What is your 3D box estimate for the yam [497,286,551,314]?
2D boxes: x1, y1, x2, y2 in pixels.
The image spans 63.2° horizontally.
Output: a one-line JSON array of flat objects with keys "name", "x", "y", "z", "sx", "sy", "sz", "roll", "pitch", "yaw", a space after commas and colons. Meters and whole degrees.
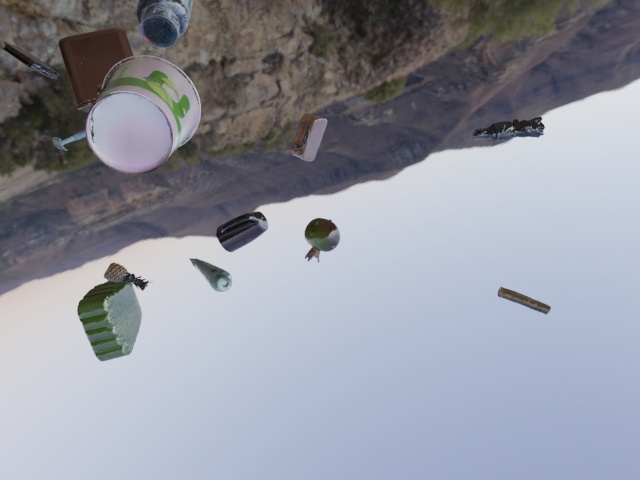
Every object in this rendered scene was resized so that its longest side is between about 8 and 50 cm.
[{"name": "yam", "x": 0.560, "y": 0.165, "z": 1.428, "sx": 0.145, "sy": 0.032, "sz": 0.032, "roll": 21, "pitch": -162, "yaw": 3}]

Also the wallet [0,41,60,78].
[{"name": "wallet", "x": -0.961, "y": -0.596, "z": 1.720, "sx": 0.031, "sy": 0.198, "sz": 0.110, "roll": -61, "pitch": 154, "yaw": 8}]

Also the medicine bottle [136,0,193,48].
[{"name": "medicine bottle", "x": -0.434, "y": -0.665, "z": 1.461, "sx": 0.141, "sy": 0.141, "sz": 0.293, "roll": -19, "pitch": -129, "yaw": 20}]

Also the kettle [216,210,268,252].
[{"name": "kettle", "x": -0.374, "y": -0.061, "z": 2.465, "sx": 0.232, "sy": 0.144, "sz": 0.202, "roll": -27, "pitch": 151, "yaw": 21}]

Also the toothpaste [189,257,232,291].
[{"name": "toothpaste", "x": -0.255, "y": 0.077, "z": 1.217, "sx": 0.048, "sy": 0.075, "sz": 0.297, "roll": -64, "pitch": -158, "yaw": -5}]

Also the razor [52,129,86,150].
[{"name": "razor", "x": -0.736, "y": -0.317, "z": 1.582, "sx": 0.068, "sy": 0.040, "sz": 0.135, "roll": 17, "pitch": -138, "yaw": 43}]

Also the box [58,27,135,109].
[{"name": "box", "x": -0.777, "y": -0.608, "z": 1.877, "sx": 0.239, "sy": 0.229, "sz": 0.339, "roll": -17, "pitch": -164, "yaw": -14}]

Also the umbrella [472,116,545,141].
[{"name": "umbrella", "x": 0.616, "y": -0.357, "z": 1.705, "sx": 0.235, "sy": 0.066, "sz": 0.059, "roll": -9, "pitch": 167, "yaw": -6}]

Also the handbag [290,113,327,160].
[{"name": "handbag", "x": -0.050, "y": -0.435, "z": 2.185, "sx": 0.072, "sy": 0.193, "sz": 0.151, "roll": 28, "pitch": -164, "yaw": 18}]

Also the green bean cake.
[{"name": "green bean cake", "x": -0.686, "y": 0.250, "z": 1.720, "sx": 0.125, "sy": 0.222, "sz": 0.248, "roll": -14, "pitch": -162, "yaw": 4}]

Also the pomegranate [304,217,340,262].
[{"name": "pomegranate", "x": 0.007, "y": 0.001, "z": 1.807, "sx": 0.129, "sy": 0.159, "sz": 0.129, "roll": 1, "pitch": -177, "yaw": 0}]

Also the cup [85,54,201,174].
[{"name": "cup", "x": -0.429, "y": -0.292, "z": 1.242, "sx": 0.253, "sy": 0.253, "sz": 0.274, "roll": -22, "pitch": -152, "yaw": 7}]

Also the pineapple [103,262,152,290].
[{"name": "pineapple", "x": -0.540, "y": 0.108, "z": 1.459, "sx": 0.058, "sy": 0.124, "sz": 0.058, "roll": -52, "pitch": -162, "yaw": 25}]
